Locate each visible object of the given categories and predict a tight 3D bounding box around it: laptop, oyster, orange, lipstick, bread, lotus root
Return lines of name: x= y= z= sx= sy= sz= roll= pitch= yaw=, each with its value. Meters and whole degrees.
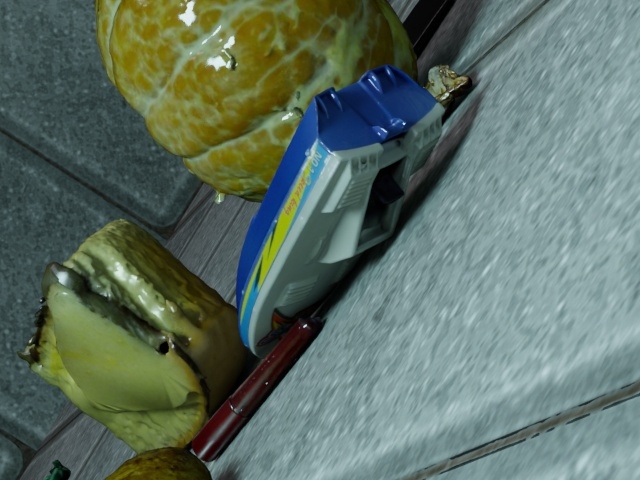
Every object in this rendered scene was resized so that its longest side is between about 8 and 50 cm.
laptop: x=0.109 y=-0.233 z=2.161 sx=0.135 sy=0.016 sz=0.197 roll=-56 pitch=9 yaw=0
oyster: x=0.088 y=-0.104 z=1.674 sx=0.086 sy=0.029 sz=0.132 roll=-63 pitch=11 yaw=-4
orange: x=-0.064 y=-0.180 z=1.832 sx=0.249 sy=0.329 sz=0.329 roll=-47 pitch=9 yaw=7
lipstick: x=-0.053 y=0.122 z=1.644 sx=0.176 sy=0.027 sz=0.027 roll=-50 pitch=10 yaw=34
bread: x=-0.160 y=0.091 z=1.853 sx=0.162 sy=0.204 sz=0.262 roll=-47 pitch=-1 yaw=-25
lotus root: x=-0.128 y=0.204 z=1.535 sx=0.108 sy=0.094 sz=0.190 roll=-20 pitch=10 yaw=10

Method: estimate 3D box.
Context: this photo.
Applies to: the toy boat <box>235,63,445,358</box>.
toy boat: x=0.000 y=0.000 z=1.582 sx=0.129 sy=0.088 sz=0.295 roll=-27 pitch=-25 yaw=-41

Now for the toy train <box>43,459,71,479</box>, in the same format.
toy train: x=-0.250 y=0.320 z=1.713 sx=0.202 sy=0.120 sz=0.301 roll=-63 pitch=9 yaw=-29
